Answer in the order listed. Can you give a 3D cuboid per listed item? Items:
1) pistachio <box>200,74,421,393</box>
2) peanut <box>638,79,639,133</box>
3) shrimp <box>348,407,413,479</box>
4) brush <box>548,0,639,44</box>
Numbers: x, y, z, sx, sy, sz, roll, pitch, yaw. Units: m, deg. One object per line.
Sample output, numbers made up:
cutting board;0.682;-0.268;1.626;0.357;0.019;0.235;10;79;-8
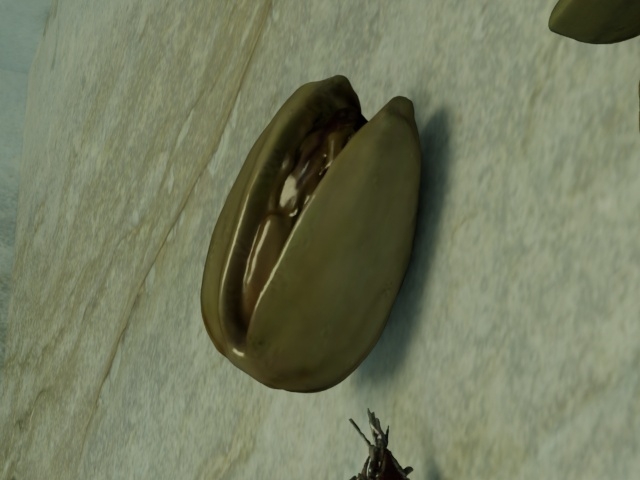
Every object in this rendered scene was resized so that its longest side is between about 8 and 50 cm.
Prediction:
pistachio;0.000;0.000;0.928;0.129;0.131;0.206;25;98;27
peanut;0.162;-0.001;0.423;0.110;0.120;0.236;63;-179;-40
shrimp;0.038;0.168;0.818;0.065;0.057;0.165;110;162;-48
brush;0.176;-0.147;0.558;0.282;0.054;0.048;130;131;-58
